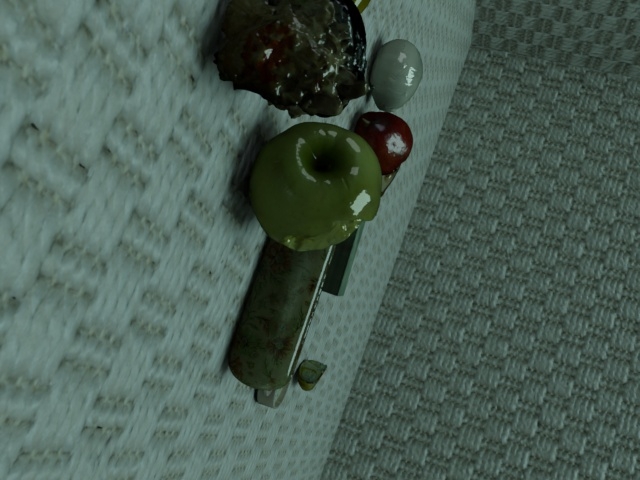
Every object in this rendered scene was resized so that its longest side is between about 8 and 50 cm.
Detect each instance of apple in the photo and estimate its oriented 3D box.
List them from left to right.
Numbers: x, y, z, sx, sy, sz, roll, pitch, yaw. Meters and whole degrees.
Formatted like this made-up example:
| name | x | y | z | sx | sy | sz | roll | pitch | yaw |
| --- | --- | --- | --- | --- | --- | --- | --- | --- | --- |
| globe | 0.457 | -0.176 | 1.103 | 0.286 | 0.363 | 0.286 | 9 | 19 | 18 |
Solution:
| name | x | y | z | sx | sy | sz | roll | pitch | yaw |
| --- | --- | --- | --- | --- | --- | --- | --- | --- | --- |
| apple | -0.014 | -0.103 | 1.200 | 0.279 | 0.279 | 0.279 | 17 | 90 | -75 |

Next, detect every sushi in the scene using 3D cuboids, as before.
| name | x | y | z | sx | sy | sz | roll | pitch | yaw |
| --- | --- | --- | --- | --- | --- | --- | --- | --- | --- |
| sushi | -0.041 | -0.306 | 0.944 | 0.219 | 0.238 | 0.225 | -24 | 112 | -63 |

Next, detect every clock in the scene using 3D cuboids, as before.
| name | x | y | z | sx | sy | sz | roll | pitch | yaw |
| --- | --- | --- | --- | --- | --- | --- | --- | --- | --- |
| clock | -0.131 | 0.399 | 1.713 | 0.229 | 0.063 | 0.155 | 11 | 93 | -78 |

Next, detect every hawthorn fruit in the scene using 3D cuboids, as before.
| name | x | y | z | sx | sy | sz | roll | pitch | yaw |
| --- | --- | --- | --- | --- | --- | --- | --- | --- | --- |
| hawthorn fruit | 0.178 | -0.319 | 1.851 | 0.251 | 0.189 | 0.189 | 44 | 62 | -49 |

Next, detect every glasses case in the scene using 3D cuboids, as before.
| name | x | y | z | sx | sy | sz | roll | pitch | yaw |
| --- | --- | --- | --- | --- | --- | --- | --- | --- | --- |
| glasses case | -0.086 | 0.137 | 1.393 | 0.098 | 0.156 | 0.425 | 47 | 61 | -75 |

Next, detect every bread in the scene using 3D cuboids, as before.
| name | x | y | z | sx | sy | sz | roll | pitch | yaw |
| --- | --- | --- | --- | --- | --- | --- | --- | --- | --- |
| bread | -0.035 | 0.475 | 2.091 | 0.157 | 0.083 | 0.094 | -47 | 153 | -55 |

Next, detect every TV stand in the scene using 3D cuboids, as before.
| name | x | y | z | sx | sy | sz | roll | pitch | yaw |
| --- | --- | --- | --- | --- | --- | --- | --- | --- | --- |
| TV stand | 0.071 | 0.047 | 2.009 | 0.088 | 0.083 | 0.269 | 13 | 95 | -73 |

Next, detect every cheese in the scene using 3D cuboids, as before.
| name | x | y | z | sx | sy | sz | roll | pitch | yaw |
| --- | --- | --- | --- | --- | --- | --- | --- | --- | --- |
| cheese | 0.236 | -0.518 | 1.842 | 0.189 | 0.154 | 0.198 | 60 | 49 | -63 |

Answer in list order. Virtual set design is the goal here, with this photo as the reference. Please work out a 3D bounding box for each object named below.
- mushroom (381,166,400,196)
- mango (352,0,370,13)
| name | x | y | z | sx | sy | sz | roll | pitch | yaw |
| --- | --- | --- | --- | --- | --- | --- | --- | --- | --- |
| mushroom | 0.193 | -0.253 | 2.045 | 0.231 | 0.138 | 0.194 | -56 | 174 | -18 |
| mango | 0.092 | -0.611 | 1.371 | 0.122 | 0.085 | 0.191 | -64 | 175 | -66 |
